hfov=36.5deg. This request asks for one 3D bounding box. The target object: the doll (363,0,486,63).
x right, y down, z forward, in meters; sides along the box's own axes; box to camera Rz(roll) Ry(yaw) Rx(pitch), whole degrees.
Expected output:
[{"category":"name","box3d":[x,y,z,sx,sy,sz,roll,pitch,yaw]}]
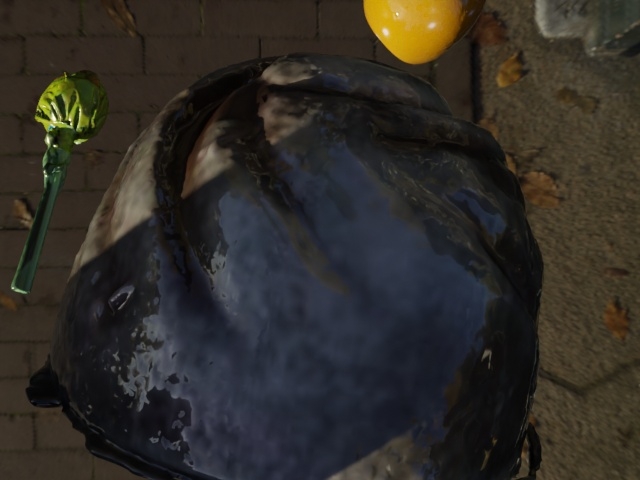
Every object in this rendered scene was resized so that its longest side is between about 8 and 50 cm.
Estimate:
[{"category":"doll","box3d":[0.148,-0.411,1.547,0.236,0.213,0.213,42,90,-11]}]

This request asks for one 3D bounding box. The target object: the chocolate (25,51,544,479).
[{"category":"chocolate","box3d":[0.000,0.000,0.562,0.303,0.303,0.212,9,104,-5]}]

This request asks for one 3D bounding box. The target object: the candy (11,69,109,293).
[{"category":"candy","box3d":[-0.279,-0.067,1.013,0.073,0.077,0.262,19,63,-19]}]
